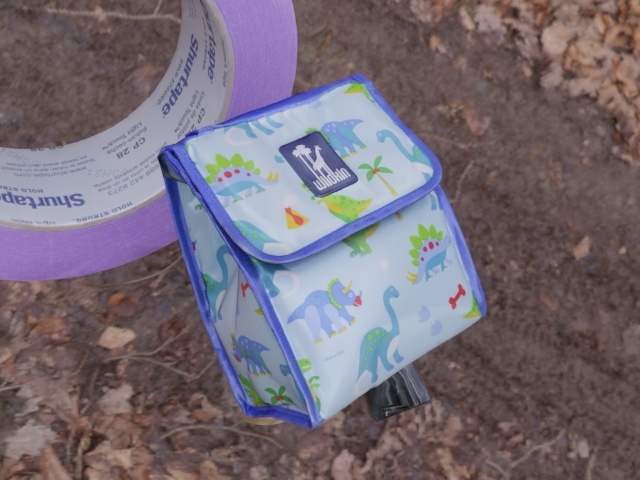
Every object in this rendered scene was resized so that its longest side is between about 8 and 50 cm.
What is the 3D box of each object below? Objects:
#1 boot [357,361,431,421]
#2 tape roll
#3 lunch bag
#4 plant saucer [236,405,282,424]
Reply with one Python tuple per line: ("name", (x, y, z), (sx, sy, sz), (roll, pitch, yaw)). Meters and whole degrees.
("boot", (0.032, 0.016, 1.337), (0.445, 0.146, 0.367), (64, 10, -12))
("tape roll", (-0.155, -0.107, 0.508), (0.274, 0.275, 0.090), (2, 37, -34))
("lunch bag", (0.000, 0.000, 0.446), (0.128, 0.096, 0.151), (-26, 98, -32))
("plant saucer", (-0.077, 0.245, 1.210), (0.083, 0.083, 0.015), (-4, 96, -35))
